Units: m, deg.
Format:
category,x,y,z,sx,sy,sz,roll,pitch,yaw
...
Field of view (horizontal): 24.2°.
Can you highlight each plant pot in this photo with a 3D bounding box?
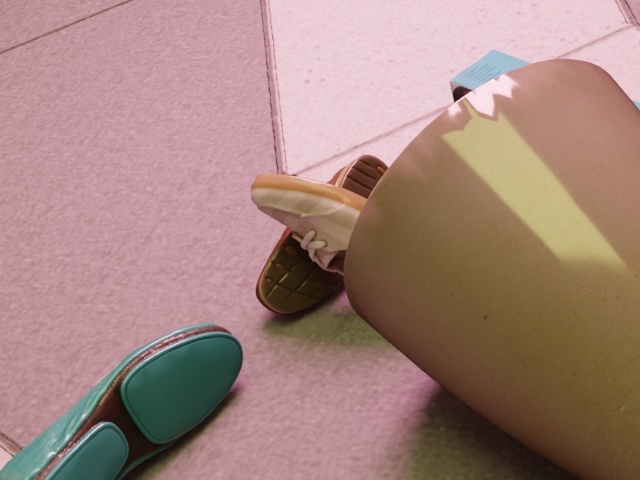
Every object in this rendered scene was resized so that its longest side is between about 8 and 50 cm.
category,x,y,z,sx,sy,sz,roll,pitch,yaw
plant pot,0.198,0.055,1.032,0.256,0.256,0.274,-29,54,-17

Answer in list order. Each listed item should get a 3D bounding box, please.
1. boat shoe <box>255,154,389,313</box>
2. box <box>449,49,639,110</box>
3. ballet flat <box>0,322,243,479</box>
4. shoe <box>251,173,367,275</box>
category,x,y,z,sx,sy,sz,roll,pitch,yaw
boat shoe,0.000,-0.001,1.315,0.178,0.064,0.060,-52,15,-29
box,0.223,-0.080,1.292,0.060,0.100,0.244,-36,40,-24
ballet flat,-0.167,0.142,1.166,0.087,0.083,0.247,2,36,46
shoe,0.037,0.006,1.229,0.219,0.076,0.058,23,73,7
